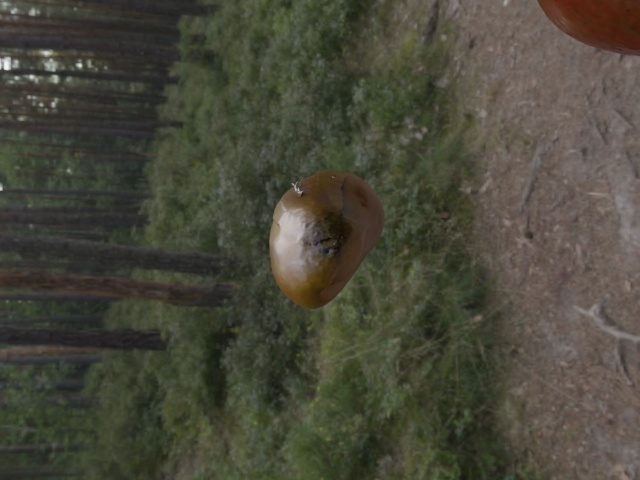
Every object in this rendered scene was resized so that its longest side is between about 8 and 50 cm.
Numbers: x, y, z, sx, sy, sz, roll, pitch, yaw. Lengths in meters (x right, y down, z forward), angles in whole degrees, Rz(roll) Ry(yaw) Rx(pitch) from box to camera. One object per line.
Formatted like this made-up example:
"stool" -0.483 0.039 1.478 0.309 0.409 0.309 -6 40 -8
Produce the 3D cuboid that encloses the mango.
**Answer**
"mango" -0.003 -0.002 0.527 0.105 0.084 0.159 -62 -8 18

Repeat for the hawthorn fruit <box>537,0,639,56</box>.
"hawthorn fruit" 0.261 -0.266 0.479 0.311 0.294 0.295 69 -163 -67
